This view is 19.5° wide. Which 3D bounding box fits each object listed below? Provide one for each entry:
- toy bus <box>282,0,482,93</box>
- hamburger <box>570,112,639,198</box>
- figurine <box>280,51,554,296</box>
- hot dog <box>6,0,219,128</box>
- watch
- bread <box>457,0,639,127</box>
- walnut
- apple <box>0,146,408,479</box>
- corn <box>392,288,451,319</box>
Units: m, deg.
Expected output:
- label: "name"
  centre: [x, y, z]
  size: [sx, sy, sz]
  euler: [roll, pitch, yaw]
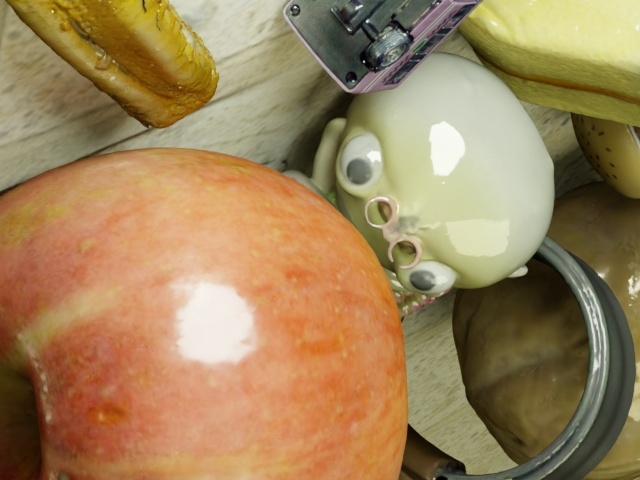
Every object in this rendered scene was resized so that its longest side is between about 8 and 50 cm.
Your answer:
- label: "toy bus"
  centre: [0.077, -0.199, 1.336]
  size: [0.199, 0.096, 0.108]
  euler: [-45, 163, 21]
- label: "hamburger"
  centre: [0.320, -0.121, 1.843]
  size: [0.137, 0.175, 0.175]
  euler: [-25, 160, 3]
- label: "figurine"
  centre: [0.000, 0.000, 1.560]
  size: [0.394, 0.226, 0.274]
  euler: [-33, -172, 1]
- label: "hot dog"
  centre: [-0.128, -0.138, 1.163]
  size: [0.083, 0.068, 0.289]
  euler: [-17, 166, 7]
- label: "watch"
  centre: [0.129, 0.124, 1.861]
  size: [0.327, 0.335, 0.314]
  euler: [-56, 158, 1]
- label: "bread"
  centre: [0.228, -0.239, 1.545]
  size: [0.263, 0.198, 0.236]
  euler: [32, 75, -71]
- label: "walnut"
  centre: [0.332, 0.105, 2.086]
  size: [0.381, 0.381, 0.381]
  euler: [-33, 159, -15]
- label: "apple"
  centre: [-0.107, 0.115, 1.310]
  size: [0.364, 0.364, 0.364]
  euler: [-33, 159, -15]
- label: "corn"
  centre: [0.037, 0.035, 1.746]
  size: [0.335, 0.126, 0.126]
  euler: [-36, 160, 4]
